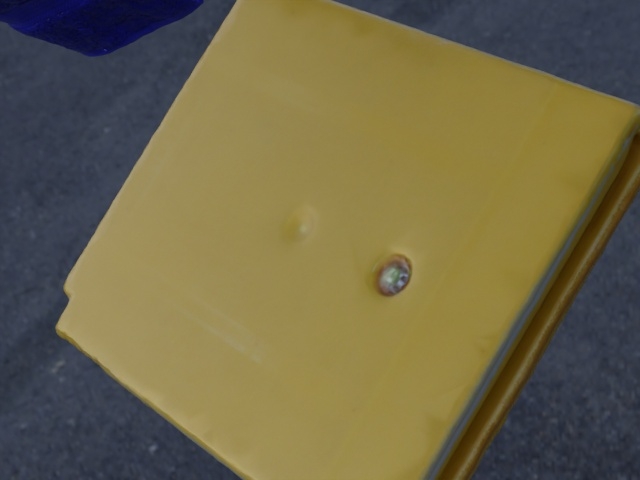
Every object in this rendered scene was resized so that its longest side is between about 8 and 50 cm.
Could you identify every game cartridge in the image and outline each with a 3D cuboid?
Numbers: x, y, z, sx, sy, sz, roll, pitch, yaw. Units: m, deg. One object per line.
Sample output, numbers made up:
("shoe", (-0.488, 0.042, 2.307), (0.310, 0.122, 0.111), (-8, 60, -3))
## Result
("game cartridge", (0.000, 0.000, 0.733), (0.324, 0.053, 0.285), (29, 86, 42))

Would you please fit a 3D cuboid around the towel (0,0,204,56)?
("towel", (-0.273, -0.264, 1.174), (0.228, 0.308, 0.076), (-22, 68, 34))
